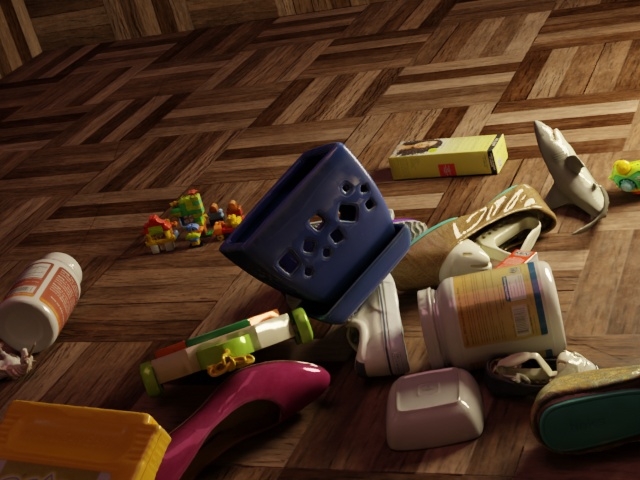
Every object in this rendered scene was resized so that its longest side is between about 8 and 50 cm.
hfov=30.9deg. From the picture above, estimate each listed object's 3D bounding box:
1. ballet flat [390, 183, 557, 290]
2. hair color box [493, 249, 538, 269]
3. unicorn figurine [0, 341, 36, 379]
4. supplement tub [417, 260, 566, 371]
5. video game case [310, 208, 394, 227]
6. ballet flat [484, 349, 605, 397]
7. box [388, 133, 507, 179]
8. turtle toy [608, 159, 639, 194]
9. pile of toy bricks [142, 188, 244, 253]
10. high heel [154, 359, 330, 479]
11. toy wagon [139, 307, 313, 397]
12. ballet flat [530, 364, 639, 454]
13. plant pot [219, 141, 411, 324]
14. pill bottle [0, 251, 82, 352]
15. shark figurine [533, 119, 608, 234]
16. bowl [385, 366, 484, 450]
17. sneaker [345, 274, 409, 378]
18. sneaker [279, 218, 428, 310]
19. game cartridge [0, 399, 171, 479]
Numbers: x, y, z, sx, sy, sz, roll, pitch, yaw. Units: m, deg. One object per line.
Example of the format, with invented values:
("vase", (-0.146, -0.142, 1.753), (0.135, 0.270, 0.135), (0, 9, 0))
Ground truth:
("ballet flat", (0.279, 0.011, 1.995), (0.342, 0.116, 0.124), (-26, 46, -30))
("hair color box", (0.299, 0.079, 1.854), (0.043, 0.072, 0.141), (8, 33, 43))
("unicorn figurine", (-0.577, 0.225, 2.086), (0.162, 0.060, 0.111), (-35, 35, -7))
("supplement tub", (0.253, 0.115, 1.718), (0.200, 0.144, 0.144), (-11, 25, 9))
("video game case", (0.041, 0.000, 2.228), (0.190, 0.022, 0.173), (-10, 26, 14))
("ballet flat", (0.321, 0.187, 1.617), (0.203, 0.074, 0.074), (0, 29, 29))
("box", (0.265, -0.173, 2.415), (0.232, 0.058, 0.087), (-2, 28, 25))
("turtle toy", (0.589, -0.119, 2.102), (0.130, 0.066, 0.095), (-8, 2, 10))
("pile of toy bricks", (-0.264, -0.055, 2.417), (0.212, 0.105, 0.118), (-10, 25, 11))
("high heel", (-0.134, 0.300, 1.652), (0.377, 0.127, 0.181), (-20, 50, -15))
("toy wagon", (-0.146, 0.167, 1.784), (0.267, 0.068, 0.344), (-19, -4, -7))
("ballet flat", (0.442, 0.200, 1.484), (0.349, 0.123, 0.123), (-10, 26, 12))
("plant pot", (0.000, 0.000, 1.875), (0.236, 0.212, 0.236), (-47, 11, -9))
("pill bottle", (-0.529, 0.111, 2.208), (0.121, 0.121, 0.216), (-10, 25, 12))
("shark figurine", (0.456, -0.080, 2.104), (0.116, 0.166, 0.278), (-37, 40, 14))
("bowl", (0.157, 0.231, 1.644), (0.142, 0.053, 0.142), (-12, 24, 11))
("sneaker", (0.083, 0.127, 1.851), (0.091, 0.094, 0.258), (-10, 26, 3))
("sneaker", (0.048, 0.022, 2.082), (0.293, 0.102, 0.146), (-22, 25, -14))
("game cartridge", (-0.373, 0.365, 1.536), (0.285, 0.052, 0.323), (0, 53, 30))
